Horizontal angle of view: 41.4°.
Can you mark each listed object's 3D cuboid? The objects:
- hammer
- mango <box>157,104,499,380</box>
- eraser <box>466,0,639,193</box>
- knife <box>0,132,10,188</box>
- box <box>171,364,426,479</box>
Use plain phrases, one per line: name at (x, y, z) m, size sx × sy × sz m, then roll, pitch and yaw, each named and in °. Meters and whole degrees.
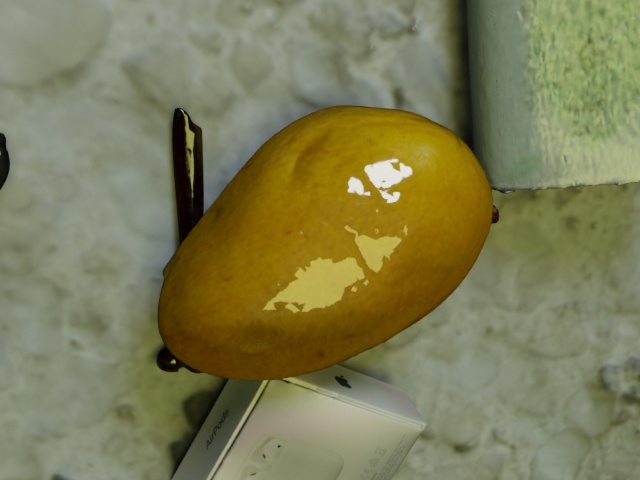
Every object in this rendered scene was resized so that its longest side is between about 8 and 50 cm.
hammer at (-0.081, 0.002, 0.558) m, size 0.065 × 0.021 × 0.179 m, roll -6°, pitch 104°, yaw -17°
mango at (0.000, 0.000, 0.527) m, size 0.227 × 0.109 × 0.147 m, roll -28°, pitch 89°, yaw -11°
eraser at (0.180, -0.153, 0.550) m, size 0.173 × 0.081 × 0.227 m, roll -4°, pitch 108°, yaw 6°
knife at (-0.295, -0.053, 0.469) m, size 0.230 × 0.028 × 0.060 m, roll 11°, pitch 113°, yaw -19°
box at (-0.016, 0.150, 0.589) m, size 0.129 × 0.051 × 0.130 m, roll 24°, pitch 104°, yaw -25°
